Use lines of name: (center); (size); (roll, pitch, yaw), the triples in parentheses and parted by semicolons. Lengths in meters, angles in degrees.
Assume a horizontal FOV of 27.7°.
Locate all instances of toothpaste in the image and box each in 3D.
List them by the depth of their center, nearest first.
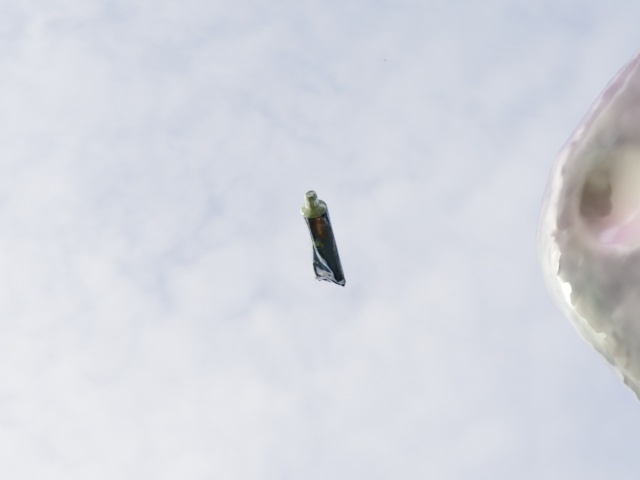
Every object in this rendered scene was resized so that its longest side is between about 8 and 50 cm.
toothpaste: (0.000, 0.000, 0.879); (0.027, 0.019, 0.083); (15, -43, 29)

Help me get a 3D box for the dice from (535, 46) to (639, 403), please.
dice: (0.319, 0.010, 0.792); (0.271, 0.270, 0.270); (-49, -131, 15)
